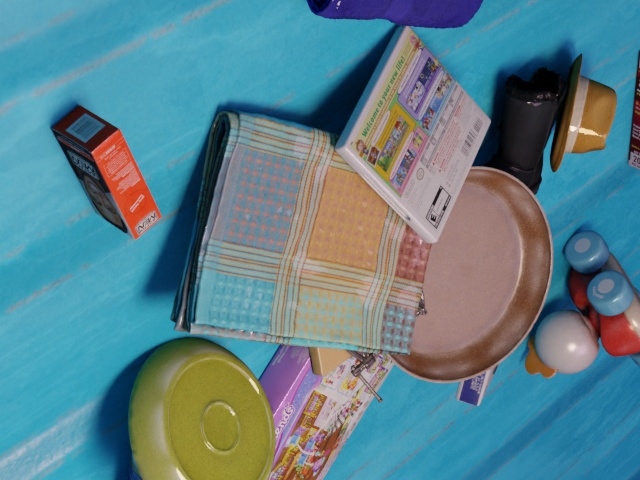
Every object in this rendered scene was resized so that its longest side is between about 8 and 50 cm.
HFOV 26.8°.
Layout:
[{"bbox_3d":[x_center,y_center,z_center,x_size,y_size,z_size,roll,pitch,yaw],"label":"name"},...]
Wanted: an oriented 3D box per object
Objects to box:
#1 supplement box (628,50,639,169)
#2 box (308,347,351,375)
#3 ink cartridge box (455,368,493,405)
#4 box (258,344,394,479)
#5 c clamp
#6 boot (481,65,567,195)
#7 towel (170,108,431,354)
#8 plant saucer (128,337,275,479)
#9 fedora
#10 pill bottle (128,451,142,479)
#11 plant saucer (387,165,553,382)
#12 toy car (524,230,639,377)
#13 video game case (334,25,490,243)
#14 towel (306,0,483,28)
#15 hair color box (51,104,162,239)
[{"bbox_3d":[0.602,-0.213,2.281,0.073,0.130,0.239,-34,137,-30],"label":"supplement box"},{"bbox_3d":[0.027,0.057,1.798,0.164,0.021,0.201,-30,116,-50],"label":"box"},{"bbox_3d":[0.280,0.116,2.127,0.224,0.045,0.223,-52,156,-60],"label":"ink cartridge box"},{"bbox_3d":[-0.010,0.223,1.923,0.293,0.057,0.201,-58,144,-1],"label":"box"},{"bbox_3d":[0.086,0.115,1.803,0.160,0.022,0.137,-49,114,-9],"label":"c clamp"},{"bbox_3d":[0.262,-0.130,1.957,0.246,0.094,0.207,-33,142,-41],"label":"boot"},{"bbox_3d":[0.000,0.000,1.670,0.370,0.040,0.271,11,92,-39],"label":"towel"},{"bbox_3d":[-0.134,0.235,1.675,0.241,0.037,0.241,22,59,-43],"label":"plant saucer"},{"bbox_3d":[0.401,-0.187,2.035,0.194,0.079,0.194,13,90,-84],"label":"fedora"},{"bbox_3d":[-0.198,0.346,1.743,0.112,0.112,0.186,-18,129,-43],"label":"pill bottle"},{"bbox_3d":[0.189,0.045,1.881,0.311,0.050,0.310,-8,106,-27],"label":"plant saucer"},{"bbox_3d":[0.451,0.146,2.366,0.238,0.210,0.219,-32,132,12],"label":"toy car"},{"bbox_3d":[0.123,-0.137,1.727,0.193,0.023,0.212,44,58,-29],"label":"video game case"},{"bbox_3d":[0.116,-0.373,1.630,0.308,0.076,0.227,-4,126,-50],"label":"towel"},{"bbox_3d":[-0.226,-0.071,1.432,0.043,0.072,0.141,-44,142,-20],"label":"hair color box"}]
